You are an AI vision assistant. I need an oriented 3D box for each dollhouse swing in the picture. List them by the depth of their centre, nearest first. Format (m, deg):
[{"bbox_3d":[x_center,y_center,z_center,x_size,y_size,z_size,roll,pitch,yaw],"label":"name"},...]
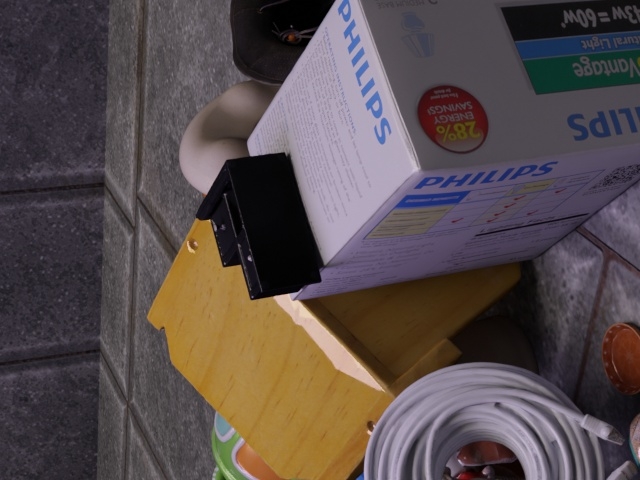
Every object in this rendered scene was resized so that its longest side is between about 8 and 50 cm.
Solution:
[{"bbox_3d":[0.029,0.080,1.643,0.347,0.305,0.315,44,130,15],"label":"dollhouse swing"}]

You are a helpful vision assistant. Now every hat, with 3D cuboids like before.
[{"bbox_3d":[0.024,-0.324,1.862,0.134,0.331,0.331,53,-175,-47],"label":"hat"}]

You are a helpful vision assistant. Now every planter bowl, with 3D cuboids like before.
[{"bbox_3d":[0.202,0.186,1.681,0.162,0.109,0.162,174,90,-67],"label":"planter bowl"}]

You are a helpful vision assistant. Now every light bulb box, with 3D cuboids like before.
[{"bbox_3d":[0.152,-0.117,1.411,0.361,0.358,0.225,-48,55,59],"label":"light bulb box"}]

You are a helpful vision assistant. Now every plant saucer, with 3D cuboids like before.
[{"bbox_3d":[0.353,0.135,1.446,0.083,0.013,0.083,173,90,-65],"label":"plant saucer"}]

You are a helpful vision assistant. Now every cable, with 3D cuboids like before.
[{"bbox_3d":[0.180,0.261,1.384,0.257,0.257,0.089,37,172,19],"label":"cable"}]

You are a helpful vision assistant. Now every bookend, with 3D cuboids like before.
[{"bbox_3d":[-0.074,0.005,1.429,0.157,0.072,0.156,131,126,-62],"label":"bookend"}]

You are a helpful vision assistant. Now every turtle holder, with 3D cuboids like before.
[{"bbox_3d":[-0.040,0.290,2.146,0.243,0.320,0.227,32,133,20],"label":"turtle holder"}]

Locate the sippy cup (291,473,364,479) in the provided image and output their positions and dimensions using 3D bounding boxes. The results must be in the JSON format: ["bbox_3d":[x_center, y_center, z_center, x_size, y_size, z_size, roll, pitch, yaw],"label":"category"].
[{"bbox_3d":[0.075,0.238,1.794,0.240,0.224,0.305,11,135,24],"label":"sippy cup"}]

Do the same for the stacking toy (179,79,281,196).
[{"bbox_3d":[0.000,0.000,1.960,0.350,0.350,0.480,49,157,52],"label":"stacking toy"}]

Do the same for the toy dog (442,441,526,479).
[{"bbox_3d":[0.256,0.296,1.514,0.333,0.161,0.220,42,-178,17],"label":"toy dog"}]

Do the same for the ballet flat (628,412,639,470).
[{"bbox_3d":[0.408,0.294,1.264,0.106,0.107,0.316,-51,49,40],"label":"ballet flat"}]
